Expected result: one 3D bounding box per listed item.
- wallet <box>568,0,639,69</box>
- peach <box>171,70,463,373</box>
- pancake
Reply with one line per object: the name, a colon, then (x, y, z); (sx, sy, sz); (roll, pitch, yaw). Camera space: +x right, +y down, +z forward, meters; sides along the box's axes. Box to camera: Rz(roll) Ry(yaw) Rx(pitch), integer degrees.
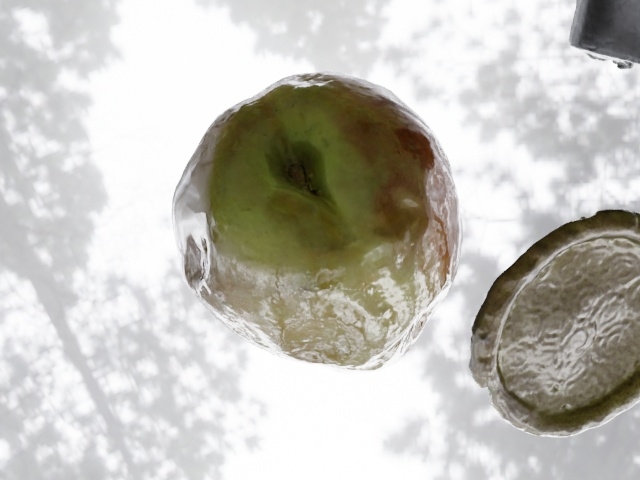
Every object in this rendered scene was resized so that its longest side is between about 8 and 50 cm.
wallet: (0.267, -0.228, 1.054); (0.149, 0.250, 0.044); (18, -141, 23)
peach: (0.000, 0.000, 1.061); (0.214, 0.235, 0.214); (-5, -128, 7)
pancake: (0.200, 0.066, 1.081); (0.199, 0.199, 0.021); (-23, -147, -8)
